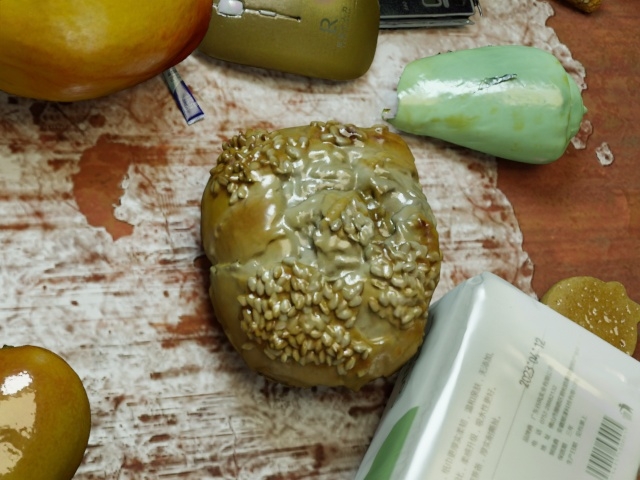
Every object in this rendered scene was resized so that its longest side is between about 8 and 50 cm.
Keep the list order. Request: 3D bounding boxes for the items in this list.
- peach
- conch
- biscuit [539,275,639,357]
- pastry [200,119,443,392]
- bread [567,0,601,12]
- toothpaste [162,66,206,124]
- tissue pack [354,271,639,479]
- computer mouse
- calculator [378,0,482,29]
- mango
[{"bbox_3d":[-0.252,-0.289,1.594,0.307,0.289,0.289,0,68,-20],"label":"peach"},{"bbox_3d":[0.207,-0.178,1.888,0.250,0.137,0.144,13,89,-1],"label":"conch"},{"bbox_3d":[0.302,0.135,1.829,0.166,0.036,0.225,28,61,-6],"label":"biscuit"},{"bbox_3d":[0.000,0.000,1.624,0.255,0.162,0.311,-15,64,-5],"label":"pastry"},{"bbox_3d":[0.297,-0.400,2.045,0.233,0.076,0.105,46,54,-1],"label":"bread"},{"bbox_3d":[-0.159,-0.171,1.744,0.024,0.015,0.083,-28,87,-25],"label":"toothpaste"},{"bbox_3d":[0.181,0.251,1.613,0.266,0.194,0.356,30,62,-7],"label":"tissue pack"},{"bbox_3d":[-0.038,-0.258,1.801,0.245,0.056,0.126,8,92,-24],"label":"computer mouse"},{"bbox_3d":[0.072,-0.339,1.927,0.274,0.028,0.166,-7,72,-30],"label":"calculator"},{"bbox_3d":[-0.305,0.199,1.440,0.151,0.120,0.221,34,65,-12],"label":"mango"}]
